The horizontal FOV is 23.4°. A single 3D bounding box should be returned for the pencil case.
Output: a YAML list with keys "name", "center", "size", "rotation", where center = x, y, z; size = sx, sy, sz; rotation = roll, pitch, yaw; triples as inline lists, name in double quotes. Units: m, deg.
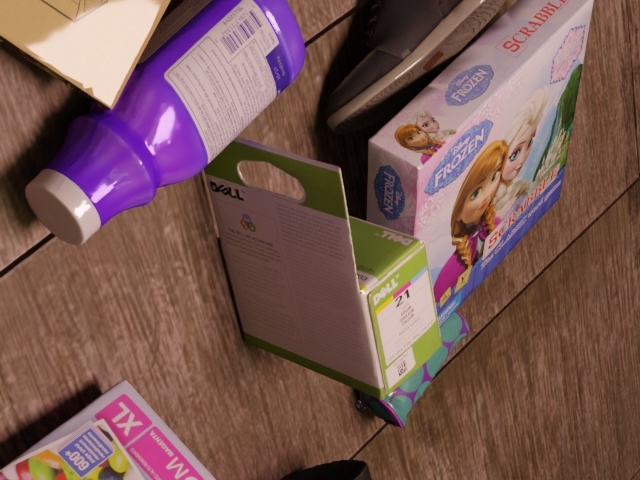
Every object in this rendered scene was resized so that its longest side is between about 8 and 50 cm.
- name: "pencil case"
  center: [0.105, 0.138, 1.740]
  size: [0.152, 0.064, 0.070]
  rotation: [-52, 139, -24]

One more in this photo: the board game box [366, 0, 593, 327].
- name: "board game box"
  center: [0.166, -0.073, 1.656]
  size: [0.318, 0.066, 0.318]
  rotation: [-45, 152, -30]

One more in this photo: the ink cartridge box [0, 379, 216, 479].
- name: "ink cartridge box"
  center: [-0.211, 0.266, 1.284]
  size: [0.311, 0.186, 0.065]
  rotation: [-37, 171, -44]

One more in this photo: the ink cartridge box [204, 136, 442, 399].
- name: "ink cartridge box"
  center: [0.000, 0.000, 1.448]
  size: [0.097, 0.188, 0.255]
  rotation: [-38, 131, -35]

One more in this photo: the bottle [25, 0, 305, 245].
- name: "bottle"
  center: [-0.132, -0.111, 1.318]
  size: [0.283, 0.092, 0.118]
  rotation: [-48, 131, -27]

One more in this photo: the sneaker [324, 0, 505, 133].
- name: "sneaker"
  center: [0.070, -0.213, 1.552]
  size: [0.222, 0.118, 0.083]
  rotation: [-42, 162, 7]

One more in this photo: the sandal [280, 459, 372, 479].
- name: "sandal"
  center: [-0.120, 0.291, 1.483]
  size: [0.445, 0.167, 0.107]
  rotation: [-27, 100, -51]

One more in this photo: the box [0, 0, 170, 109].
- name: "box"
  center: [-0.185, -0.231, 1.221]
  size: [0.164, 0.021, 0.201]
  rotation: [33, 78, -33]
